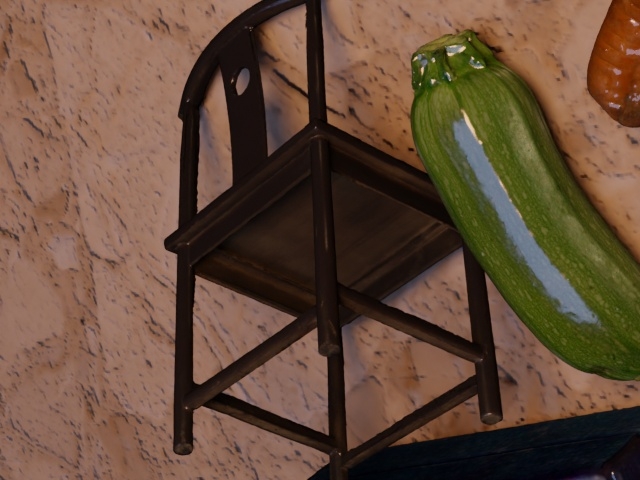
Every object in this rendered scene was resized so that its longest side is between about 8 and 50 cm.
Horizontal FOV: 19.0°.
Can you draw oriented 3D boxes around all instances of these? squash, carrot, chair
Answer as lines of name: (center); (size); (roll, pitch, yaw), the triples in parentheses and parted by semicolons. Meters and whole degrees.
squash: (0.115, -0.015, 1.053); (0.077, 0.068, 0.219); (-30, 91, 31)
carrot: (0.181, -0.136, 0.966); (0.060, 0.060, 0.186); (29, 126, 21)
chair: (0.000, 0.000, 1.104); (0.141, 0.260, 0.154); (25, 136, -32)

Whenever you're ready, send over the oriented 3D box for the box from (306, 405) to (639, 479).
box: (0.131, 0.253, 1.128); (0.261, 0.116, 0.279); (-14, 102, 40)
